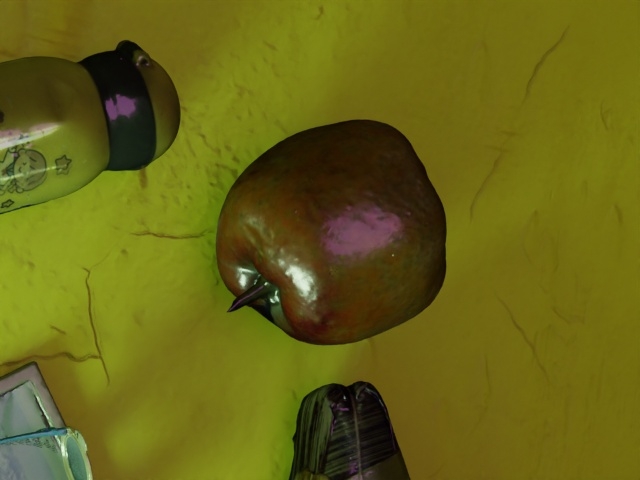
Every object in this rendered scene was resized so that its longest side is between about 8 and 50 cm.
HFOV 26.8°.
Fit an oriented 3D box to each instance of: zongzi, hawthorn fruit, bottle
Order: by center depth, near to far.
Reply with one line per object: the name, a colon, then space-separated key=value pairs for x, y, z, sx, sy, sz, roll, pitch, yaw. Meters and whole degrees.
bottle: x=-0.327 y=-0.122 z=1.524 sx=0.351 sy=0.171 sz=0.171 roll=-16 pitch=91 yaw=-26
hawthorn fruit: x=0.000 y=0.000 z=1.621 sx=0.301 sy=0.268 sz=0.267 roll=-27 pitch=96 yaw=-23
zongzi: x=-0.035 y=0.344 z=1.628 sx=0.318 sy=0.154 sz=0.289 roll=-17 pitch=83 yaw=-18

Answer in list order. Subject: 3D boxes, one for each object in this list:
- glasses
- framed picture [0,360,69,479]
glasses: x=-0.360 y=0.310 z=1.509 sx=0.221 sy=0.088 sz=0.189 roll=-4 pitch=86 yaw=-6
framed picture: x=-0.364 y=0.341 z=1.535 sx=0.247 sy=0.022 sz=0.335 roll=-26 pitch=95 yaw=-25
